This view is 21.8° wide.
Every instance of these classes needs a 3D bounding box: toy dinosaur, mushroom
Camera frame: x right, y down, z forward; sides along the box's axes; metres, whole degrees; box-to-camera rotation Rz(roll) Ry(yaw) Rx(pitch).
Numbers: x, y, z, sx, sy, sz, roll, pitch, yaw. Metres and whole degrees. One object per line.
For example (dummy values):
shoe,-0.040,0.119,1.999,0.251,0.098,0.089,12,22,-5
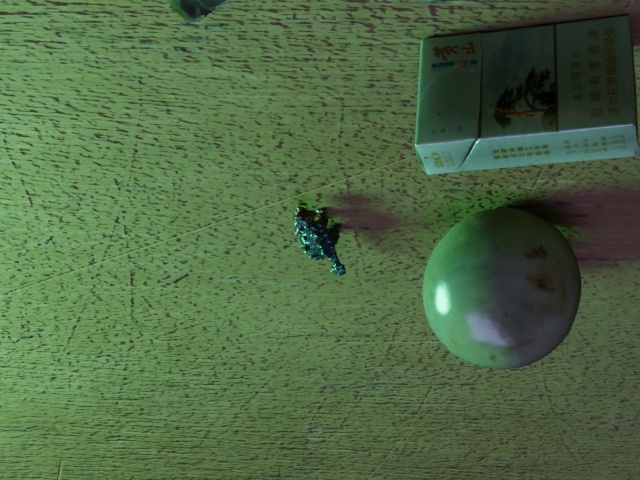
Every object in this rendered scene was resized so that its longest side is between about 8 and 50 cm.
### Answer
toy dinosaur,0.000,0.000,2.160,0.049,0.055,0.154,-13,142,19
mushroom,0.223,0.059,2.139,0.207,0.207,0.215,13,180,-14

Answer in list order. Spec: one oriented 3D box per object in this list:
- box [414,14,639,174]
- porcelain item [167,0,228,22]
box,0.222,-0.156,1.793,0.233,0.149,0.067,-5,144,14
porcelain item,-0.057,-0.289,1.681,0.215,0.069,0.081,-14,140,28
